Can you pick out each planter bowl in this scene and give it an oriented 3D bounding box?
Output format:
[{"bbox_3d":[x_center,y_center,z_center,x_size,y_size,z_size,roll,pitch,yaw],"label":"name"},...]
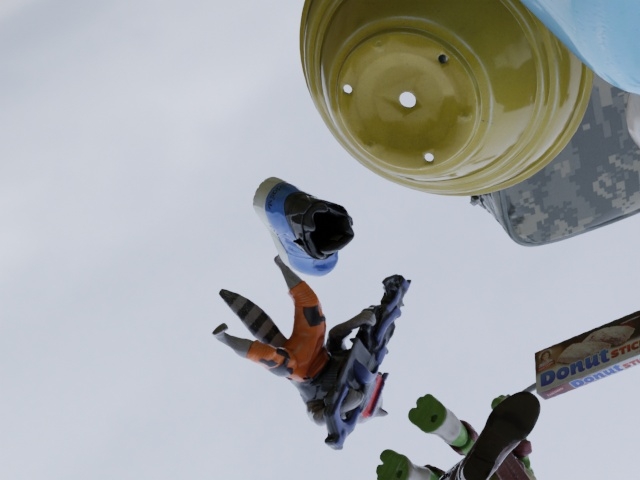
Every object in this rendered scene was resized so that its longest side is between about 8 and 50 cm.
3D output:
[{"bbox_3d":[0.071,-0.110,0.851,0.217,0.217,0.090,-13,-159,29],"label":"planter bowl"}]

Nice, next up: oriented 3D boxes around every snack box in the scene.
[{"bbox_3d":[0.343,0.137,1.522,0.178,0.022,0.064,-28,-139,33],"label":"snack box"}]

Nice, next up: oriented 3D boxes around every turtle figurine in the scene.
[{"bbox_3d":[0.200,0.309,1.757,0.198,0.266,0.275,-38,-141,30],"label":"turtle figurine"}]

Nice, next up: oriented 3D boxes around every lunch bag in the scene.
[{"bbox_3d":[0.203,-0.177,1.198,0.212,0.305,0.256,-20,-149,-4],"label":"lunch bag"}]

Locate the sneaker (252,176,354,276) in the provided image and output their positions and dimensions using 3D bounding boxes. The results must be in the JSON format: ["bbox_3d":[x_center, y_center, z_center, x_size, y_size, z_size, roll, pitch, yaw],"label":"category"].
[{"bbox_3d":[-0.001,0.001,1.204,0.084,0.152,0.058,27,-110,36],"label":"sneaker"}]

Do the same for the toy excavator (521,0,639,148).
[{"bbox_3d":[0.206,-0.159,0.668,0.432,0.445,0.222,-12,-132,-27],"label":"toy excavator"}]

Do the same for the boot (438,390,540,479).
[{"bbox_3d":[0.145,0.188,1.108,0.106,0.037,0.114,-44,168,-21],"label":"boot"}]

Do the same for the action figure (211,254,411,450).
[{"bbox_3d":[0.004,0.161,2.033,0.178,0.330,0.341,-17,-150,45],"label":"action figure"}]
